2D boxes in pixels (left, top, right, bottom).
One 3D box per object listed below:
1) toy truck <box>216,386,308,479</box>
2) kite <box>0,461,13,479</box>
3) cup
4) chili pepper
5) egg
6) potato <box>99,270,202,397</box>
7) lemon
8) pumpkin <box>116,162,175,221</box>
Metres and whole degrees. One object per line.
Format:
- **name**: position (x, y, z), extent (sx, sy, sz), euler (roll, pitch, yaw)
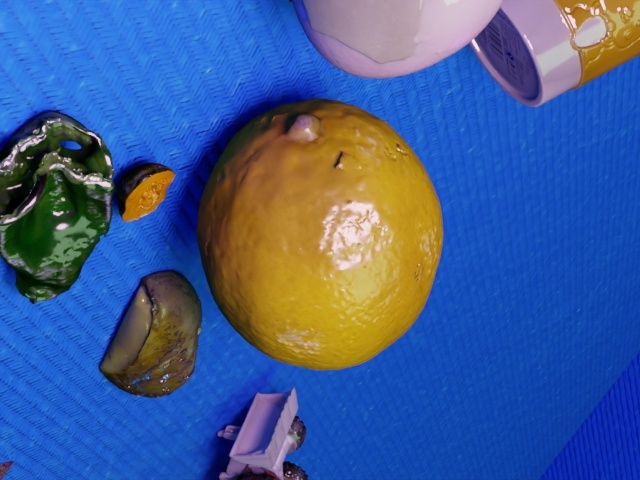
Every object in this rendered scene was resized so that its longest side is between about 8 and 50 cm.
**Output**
- **toy truck**: position (-0.083, 0.302, 1.859), extent (0.285, 0.111, 0.136), euler (93, 15, -47)
- **kite**: position (-0.346, 0.253, 1.474), extent (0.078, 0.002, 0.044), euler (-46, 157, 1)
- **cup**: position (0.250, -0.270, 1.400), extent (0.226, 0.185, 0.241), euler (-35, 122, -9)
- **chili pepper**: position (-0.224, -0.012, 1.152), extent (0.108, 0.062, 0.216), euler (-25, 151, -26)
- **egg**: position (0.060, -0.221, 1.111), extent (0.183, 0.183, 0.217), euler (-28, 156, -34)
- **potato**: position (-0.162, 0.106, 1.470), extent (0.119, 0.054, 0.198), euler (-25, 151, -34)
- **lemon**: position (0.000, -0.003, 1.328), extent (0.236, 0.236, 0.263), euler (-45, 138, 0)
- **pumpkin**: position (-0.157, -0.046, 1.245), extent (0.050, 0.028, 0.083), euler (-29, 162, -29)
